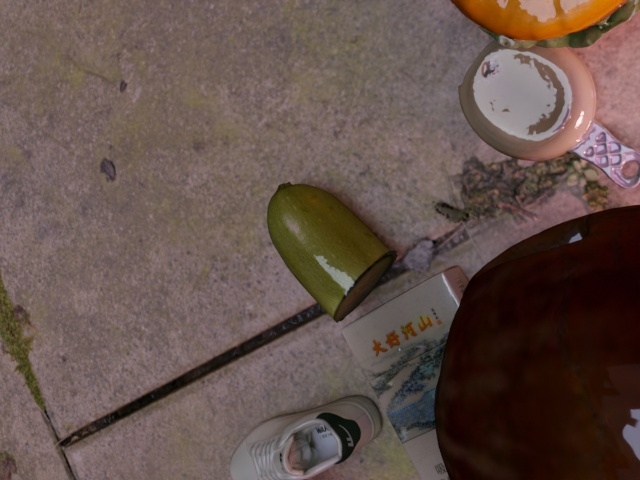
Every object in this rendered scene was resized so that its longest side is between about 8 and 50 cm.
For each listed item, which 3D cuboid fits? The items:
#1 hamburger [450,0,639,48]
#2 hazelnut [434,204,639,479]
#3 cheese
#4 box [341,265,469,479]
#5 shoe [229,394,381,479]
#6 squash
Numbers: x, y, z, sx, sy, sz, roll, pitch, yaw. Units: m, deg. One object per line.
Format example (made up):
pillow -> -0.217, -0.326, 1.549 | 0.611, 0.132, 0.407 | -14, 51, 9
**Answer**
hamburger -> 0.236, -0.319, 0.771 | 0.246, 0.170, 0.246 | 8, 110, 24
hazelnut -> 0.317, 0.176, 0.692 | 0.402, 0.402, 0.430 | -5, 102, 29
cheese -> 0.265, -0.137, 0.841 | 0.227, 0.064, 0.137 | 40, 115, 17
box -> 0.160, 0.182, 0.935 | 0.164, 0.069, 0.257 | -33, 81, 27
shoe -> -0.045, 0.291, 1.038 | 0.265, 0.110, 0.095 | -31, 83, 25
squash -> 0.000, 0.000, 0.971 | 0.187, 0.123, 0.123 | 47, 115, 14
